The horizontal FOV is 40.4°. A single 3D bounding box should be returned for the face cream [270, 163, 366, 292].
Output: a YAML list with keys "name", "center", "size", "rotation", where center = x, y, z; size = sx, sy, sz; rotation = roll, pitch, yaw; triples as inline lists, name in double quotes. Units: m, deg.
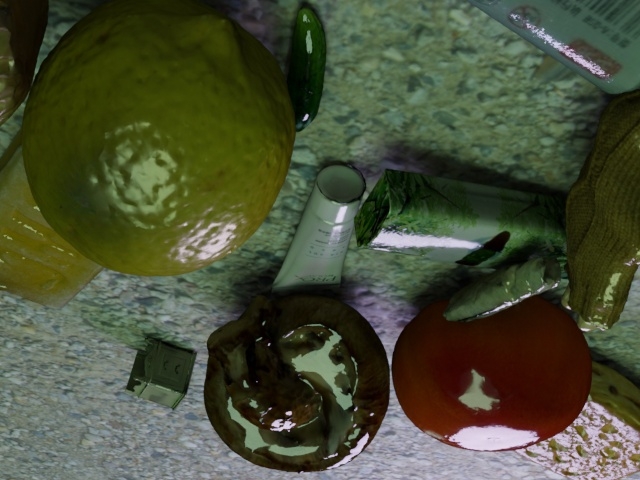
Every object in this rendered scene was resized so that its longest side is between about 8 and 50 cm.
- name: "face cream"
  center: [0.000, 0.000, 1.053]
  size: [0.092, 0.058, 0.243]
  rotation: [0, 147, -12]

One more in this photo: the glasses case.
- name: "glasses case"
  center: [0.181, -0.011, 0.961]
  size: [0.272, 0.062, 0.095]
  rotation: [7, 143, -18]

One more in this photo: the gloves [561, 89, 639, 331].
- name: "gloves"
  center: [0.343, -0.059, 0.833]
  size: [0.203, 0.155, 0.356]
  rotation: [11, 123, -30]

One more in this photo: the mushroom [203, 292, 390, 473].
- name: "mushroom"
  center: [-0.038, 0.180, 1.170]
  size: [0.264, 0.195, 0.283]
  rotation: [-16, 141, 17]

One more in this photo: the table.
- name: "table"
  center: [-0.243, 0.202, 1.326]
  size: [0.083, 0.079, 0.062]
  rotation: [21, 141, -15]

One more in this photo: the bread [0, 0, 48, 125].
- name: "bread"
  center: [-0.305, -0.191, 0.696]
  size: [0.149, 0.274, 0.274]
  rotation: [-1, 142, -3]

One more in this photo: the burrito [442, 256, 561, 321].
- name: "burrito"
  center: [0.200, 0.058, 0.984]
  size: [0.058, 0.045, 0.188]
  rotation: [-16, 168, -34]

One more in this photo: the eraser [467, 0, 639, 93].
- name: "eraser"
  center: [0.217, -0.230, 0.703]
  size: [0.227, 0.081, 0.174]
  rotation: [27, 134, -22]

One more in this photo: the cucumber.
- name: "cucumber"
  center: [-0.015, -0.158, 0.867]
  size: [0.039, 0.039, 0.167]
  rotation: [9, 140, -1]

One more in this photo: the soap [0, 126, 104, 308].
- name: "soap"
  center: [-0.316, -0.031, 1.038]
  size: [0.174, 0.089, 0.274]
  rotation: [29, 136, -24]

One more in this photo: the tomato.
- name: "tomato"
  center: [0.221, 0.178, 1.141]
  size: [0.260, 0.179, 0.259]
  rotation: [5, 145, 3]

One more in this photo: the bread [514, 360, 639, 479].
- name: "bread"
  center: [0.392, 0.267, 1.294]
  size: [0.235, 0.099, 0.210]
  rotation: [32, 134, -20]

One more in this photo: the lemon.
- name: "lemon"
  center: [-0.147, -0.093, 0.802]
  size: [0.268, 0.267, 0.267]
  rotation: [5, 142, 4]
